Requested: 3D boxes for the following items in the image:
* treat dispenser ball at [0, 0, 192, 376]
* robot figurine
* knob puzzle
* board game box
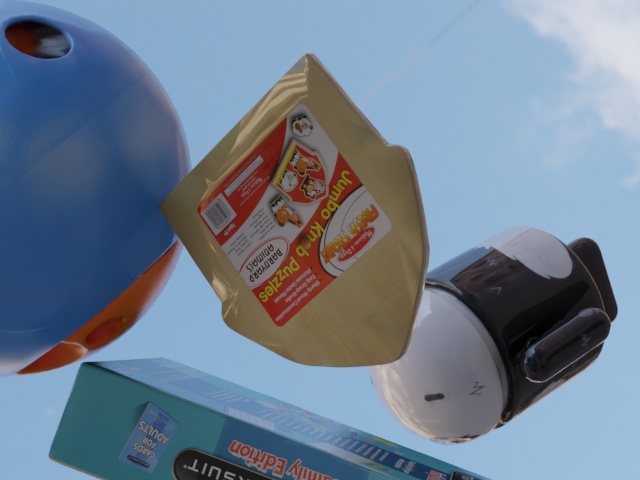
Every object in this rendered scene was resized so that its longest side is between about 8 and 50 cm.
[{"bbox_3d":[-0.241,-0.039,1.079,0.288,0.288,0.288,-18,-58,-30],"label":"treat dispenser ball"},{"bbox_3d":[0.176,0.094,1.429,0.278,0.173,0.209,-28,-23,-31],"label":"robot figurine"},{"bbox_3d":[0.000,0.000,0.953,0.030,0.213,0.213,-17,-55,-57],"label":"knob puzzle"},{"bbox_3d":[-0.013,0.185,1.105,0.254,0.336,0.079,28,-98,-82],"label":"board game box"}]
